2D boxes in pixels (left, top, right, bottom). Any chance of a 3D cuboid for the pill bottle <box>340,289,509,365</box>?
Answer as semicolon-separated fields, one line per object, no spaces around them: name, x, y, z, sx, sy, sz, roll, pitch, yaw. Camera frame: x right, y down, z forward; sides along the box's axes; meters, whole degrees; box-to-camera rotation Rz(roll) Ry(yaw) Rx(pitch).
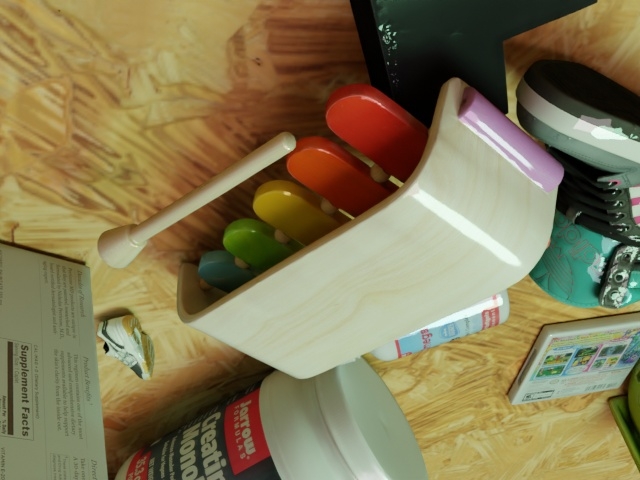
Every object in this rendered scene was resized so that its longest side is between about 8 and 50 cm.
pill bottle;0.082;0.057;0.736;0.160;0.087;0.087;-19;139;-1

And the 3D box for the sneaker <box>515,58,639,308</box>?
sneaker;0.221;-0.032;0.667;0.295;0.124;0.178;11;123;-40

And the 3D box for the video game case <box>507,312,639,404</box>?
video game case;0.318;0.142;0.977;0.157;0.019;0.143;-5;137;-16

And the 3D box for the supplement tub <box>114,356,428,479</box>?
supplement tub;-0.051;0.243;0.805;0.272;0.191;0.191;-32;138;13

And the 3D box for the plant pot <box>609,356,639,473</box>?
plant pot;0.513;0.241;1.015;0.227;0.228;0.207;-6;145;-17

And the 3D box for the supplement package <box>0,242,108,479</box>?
supplement package;-0.263;0.159;0.573;0.145;0.262;0.204;20;126;-36

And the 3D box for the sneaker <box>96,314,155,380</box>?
sneaker;-0.173;0.095;0.724;0.037;0.032;0.083;-7;134;5

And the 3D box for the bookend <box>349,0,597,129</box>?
bookend;0.105;-0.150;0.530;0.157;0.072;0.156;-22;140;1

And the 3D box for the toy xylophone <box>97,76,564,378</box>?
toy xylophone;0.000;0.000;0.573;0.322;0.081;0.236;-24;134;34
